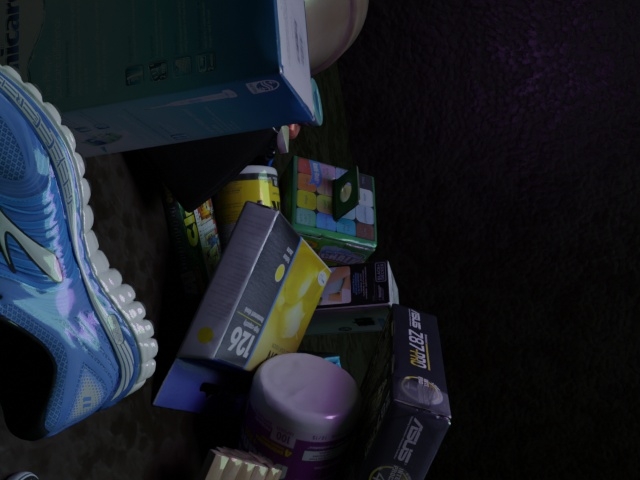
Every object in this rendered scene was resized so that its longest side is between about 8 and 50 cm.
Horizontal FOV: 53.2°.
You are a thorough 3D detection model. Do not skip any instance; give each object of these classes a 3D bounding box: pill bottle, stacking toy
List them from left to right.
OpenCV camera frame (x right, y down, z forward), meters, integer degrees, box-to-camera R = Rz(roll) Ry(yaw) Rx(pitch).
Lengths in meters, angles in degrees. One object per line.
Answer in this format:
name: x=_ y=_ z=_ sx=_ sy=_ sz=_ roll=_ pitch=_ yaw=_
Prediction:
pill bottle: x=-0.125 y=-0.021 z=1.135 sx=0.119 sy=0.119 sz=0.208 roll=9 pitch=74 yaw=-78
pill bottle: x=-0.050 y=0.343 z=1.000 sx=0.169 sy=0.169 sz=0.301 roll=-66 pitch=171 yaw=-68
stacking toy: x=-0.057 y=-0.399 z=1.652 sx=0.279 sy=0.130 sz=0.309 roll=-83 pitch=161 yaw=-51

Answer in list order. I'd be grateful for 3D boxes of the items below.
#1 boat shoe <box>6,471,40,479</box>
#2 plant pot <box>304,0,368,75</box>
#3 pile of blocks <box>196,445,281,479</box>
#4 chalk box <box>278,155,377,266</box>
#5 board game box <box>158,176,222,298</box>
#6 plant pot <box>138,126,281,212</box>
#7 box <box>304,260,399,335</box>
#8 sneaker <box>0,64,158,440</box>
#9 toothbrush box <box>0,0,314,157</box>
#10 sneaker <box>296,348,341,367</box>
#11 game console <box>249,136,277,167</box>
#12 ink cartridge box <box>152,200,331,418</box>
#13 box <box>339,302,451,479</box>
boat shoe: x=-0.260 y=0.259 z=0.528 sx=0.142 sy=0.040 sz=0.049 roll=-83 pitch=161 yaw=-49
plant pot: x=-0.119 y=-0.371 z=1.031 sx=0.280 sy=0.323 sz=0.323 roll=-58 pitch=143 yaw=-43
pile of blocks: x=-0.147 y=0.445 z=0.868 sx=0.113 sy=0.149 sz=0.362 roll=6 pitch=-85 yaw=58
chalk box: x=-0.004 y=-0.036 z=1.260 sx=0.289 sy=0.179 sz=0.180 roll=126 pitch=-29 yaw=-51
board game box: x=-0.204 y=-0.052 z=1.004 sx=0.136 sy=0.030 sz=0.259 roll=-50 pitch=132 yaw=-71
plant pot: x=-0.147 y=-0.183 z=0.885 sx=0.188 sy=0.167 sz=0.187 roll=57 pitch=22 yaw=-22
box: x=0.000 y=0.120 z=1.237 sx=0.169 sy=0.290 sz=0.087 roll=63 pitch=25 yaw=-63
sneaker: x=-0.250 y=0.004 z=0.483 sx=0.147 sy=0.130 sz=0.330 roll=-41 pitch=110 yaw=-56
toothbrush box: x=-0.168 y=-0.212 z=0.621 sx=0.126 sy=0.296 sz=0.216 roll=39 pitch=45 yaw=-75
sneaker: x=-0.044 y=0.317 z=1.274 sx=0.341 sy=0.140 sz=0.125 roll=-70 pitch=152 yaw=-63
game console: x=-0.173 y=-0.271 z=1.283 sx=0.250 sy=0.173 sz=0.293 roll=120 pitch=-23 yaw=-54
ink cartridge box: x=-0.100 y=0.133 z=0.993 sx=0.303 sy=0.072 sz=0.307 roll=52 pitch=57 yaw=-67
box: x=0.091 y=0.342 z=1.045 sx=0.318 sy=0.097 sz=0.394 roll=-65 pitch=174 yaw=-71
